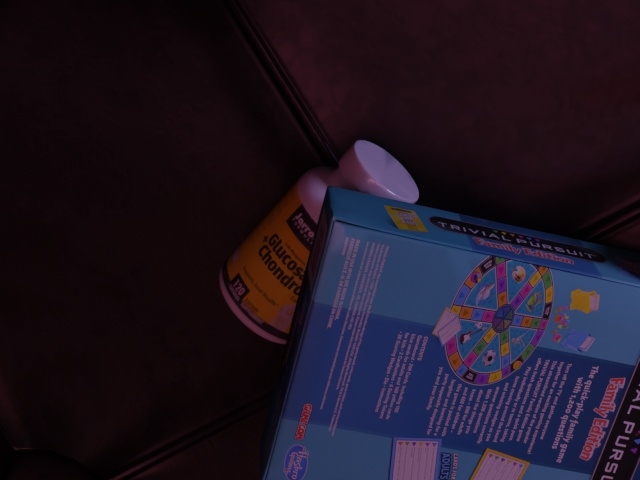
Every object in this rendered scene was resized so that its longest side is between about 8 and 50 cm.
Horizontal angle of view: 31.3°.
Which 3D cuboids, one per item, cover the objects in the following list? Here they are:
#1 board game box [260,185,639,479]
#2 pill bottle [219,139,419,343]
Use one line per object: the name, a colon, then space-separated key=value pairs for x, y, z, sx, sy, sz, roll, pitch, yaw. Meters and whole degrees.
board game box: x=0.138 y=0.115 z=0.969 sx=0.336 sy=0.079 sz=0.254 roll=12 pitch=112 yaw=-8
pill bottle: x=0.000 y=0.000 z=1.017 sx=0.103 sy=0.103 sz=0.184 roll=43 pitch=115 yaw=0
